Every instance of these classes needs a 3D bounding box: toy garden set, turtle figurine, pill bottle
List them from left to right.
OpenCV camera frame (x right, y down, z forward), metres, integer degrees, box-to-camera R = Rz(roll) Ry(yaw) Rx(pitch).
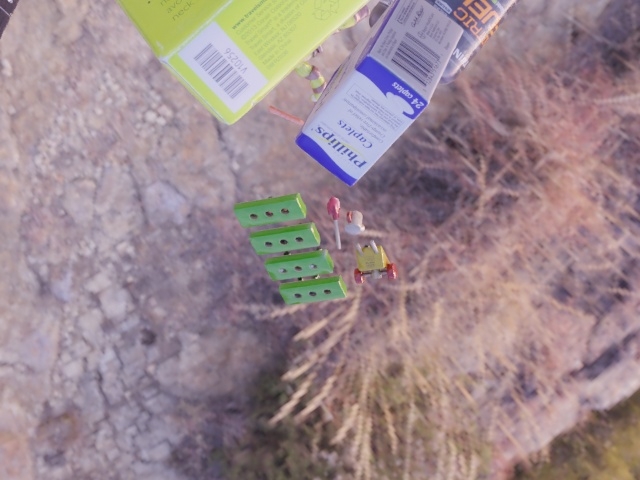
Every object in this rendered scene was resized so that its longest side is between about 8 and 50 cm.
[{"bbox_3d":[-0.035,-0.324,1.745,0.217,0.087,0.269,-47,111,-19],"label":"turtle figurine"},{"bbox_3d":[0.000,0.000,1.898,0.204,0.049,0.244,-9,136,18],"label":"toy garden set"},{"bbox_3d":[0.146,-0.274,1.370,0.245,0.130,0.130,-51,137,5],"label":"pill bottle"}]

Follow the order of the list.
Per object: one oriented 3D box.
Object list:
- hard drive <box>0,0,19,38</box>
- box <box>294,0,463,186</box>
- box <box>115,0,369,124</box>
[{"bbox_3d":[-0.558,-0.217,1.645,0.237,0.338,0.064,-28,126,31],"label":"hard drive"},{"bbox_3d":[0.053,-0.143,1.085,0.072,0.126,0.137,36,135,-8],"label":"box"},{"bbox_3d":[-0.038,-0.129,0.412,0.109,0.178,0.042,-42,137,3],"label":"box"}]
